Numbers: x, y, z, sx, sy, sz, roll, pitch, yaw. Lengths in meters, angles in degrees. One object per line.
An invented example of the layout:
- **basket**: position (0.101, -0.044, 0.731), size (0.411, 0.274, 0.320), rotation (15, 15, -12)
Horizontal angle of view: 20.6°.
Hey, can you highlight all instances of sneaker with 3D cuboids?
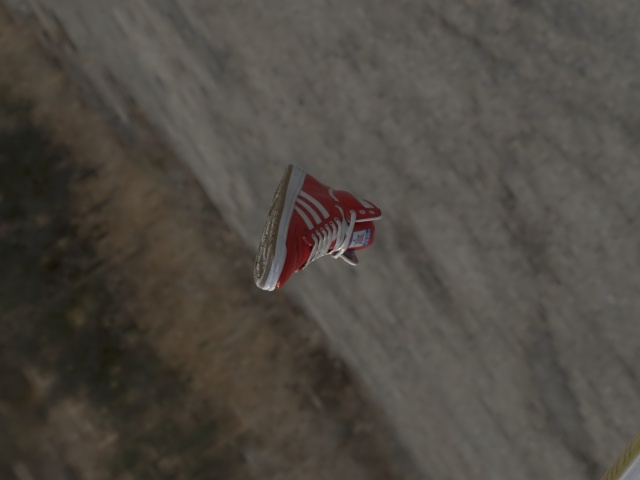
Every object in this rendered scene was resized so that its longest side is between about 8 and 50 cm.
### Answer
- **sneaker**: position (0.000, 0.000, 1.045), size (0.067, 0.042, 0.118), rotation (24, -148, -6)

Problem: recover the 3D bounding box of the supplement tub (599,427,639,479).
- **supplement tub**: position (0.175, 0.132, 0.701), size (0.144, 0.200, 0.144), rotation (26, -154, -13)
